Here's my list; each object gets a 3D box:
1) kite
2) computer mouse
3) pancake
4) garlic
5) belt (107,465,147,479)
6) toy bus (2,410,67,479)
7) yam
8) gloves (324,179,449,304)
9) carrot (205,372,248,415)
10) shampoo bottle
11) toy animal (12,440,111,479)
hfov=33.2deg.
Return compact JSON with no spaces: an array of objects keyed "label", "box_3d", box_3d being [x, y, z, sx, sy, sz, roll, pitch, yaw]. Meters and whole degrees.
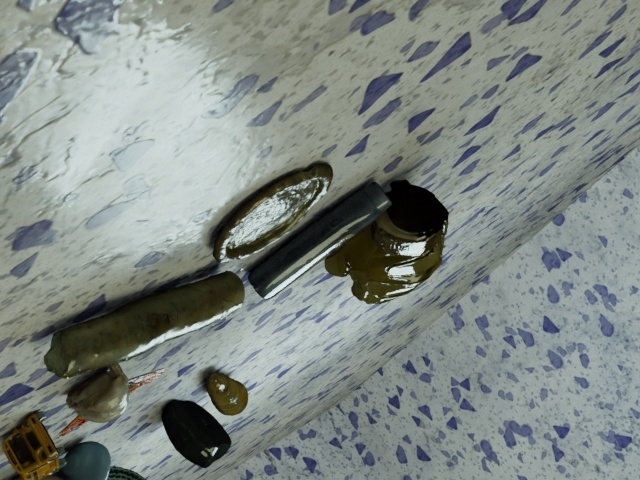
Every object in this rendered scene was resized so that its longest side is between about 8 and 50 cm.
[{"label":"kite","box_3d":[-0.334,0.247,1.716,0.222,0.008,0.125,-32,165,-17]},{"label":"computer mouse","box_3d":[-0.257,0.396,2.167,0.086,0.137,0.270,-44,170,-4]},{"label":"pancake","box_3d":[-0.059,-0.033,1.357,0.199,0.021,0.199,-35,168,-9]},{"label":"garlic","box_3d":[-0.309,0.223,1.530,0.094,0.074,0.113,-42,-175,-15]},{"label":"belt","box_3d":[-0.461,0.598,2.181,0.295,0.207,0.160,-42,175,-35]},{"label":"toy bus","box_3d":[-0.417,0.306,1.559,0.074,0.070,0.162,-29,167,-21]},{"label":"yam","box_3d":[-0.211,0.102,1.346,0.317,0.067,0.071,-20,152,-50]},{"label":"gloves","box_3d":[0.112,0.022,1.744,0.154,0.141,0.331,-32,167,-21]},{"label":"carrot","box_3d":[-0.194,0.294,2.133,0.078,0.078,0.298,-34,165,-8]},{"label":"shampoo bottle","box_3d":[0.000,0.000,1.570,0.233,0.049,0.087,-37,170,7]},{"label":"toy animal","box_3d":[-0.444,0.487,1.854,0.221,0.210,0.230,-34,136,-47]}]
